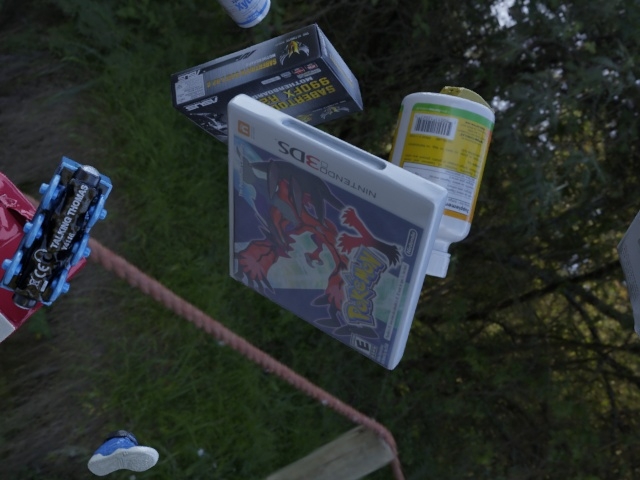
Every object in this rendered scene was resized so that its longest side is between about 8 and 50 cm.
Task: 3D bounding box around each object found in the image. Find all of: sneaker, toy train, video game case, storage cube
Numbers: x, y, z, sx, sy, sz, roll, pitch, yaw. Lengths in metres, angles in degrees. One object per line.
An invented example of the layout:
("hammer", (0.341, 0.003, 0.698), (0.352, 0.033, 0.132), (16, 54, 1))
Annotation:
("sneaker", (-0.361, 0.392, 1.322), (0.058, 0.152, 0.084), (60, 26, -23))
("toy train", (-0.311, -0.009, 0.826), (0.080, 0.184, 0.105), (26, 5, -22))
("video game case", (0.000, 0.000, 0.575), (0.183, 0.023, 0.201), (28, -41, 20))
("storage cube", (-0.474, 0.055, 0.935), (0.183, 0.215, 0.193), (49, 21, -13))

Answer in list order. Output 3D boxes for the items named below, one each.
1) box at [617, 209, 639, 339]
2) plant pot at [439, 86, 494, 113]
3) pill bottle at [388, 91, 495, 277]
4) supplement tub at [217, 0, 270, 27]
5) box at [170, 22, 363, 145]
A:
("box", (0.453, 0.045, 0.772), (0.231, 0.127, 0.261), (93, -2, -52))
("plant pot", (0.246, -0.232, 1.261), (0.081, 0.081, 0.083), (20, -20, 51))
("pill bottle", (0.158, -0.076, 1.008), (0.136, 0.136, 0.245), (17, 86, -87))
("supplement tub", (-0.137, -0.406, 1.136), (0.107, 0.071, 0.071), (40, 19, -48))
("box", (-0.075, -0.217, 1.031), (0.183, 0.231, 0.056), (34, 46, -65))
